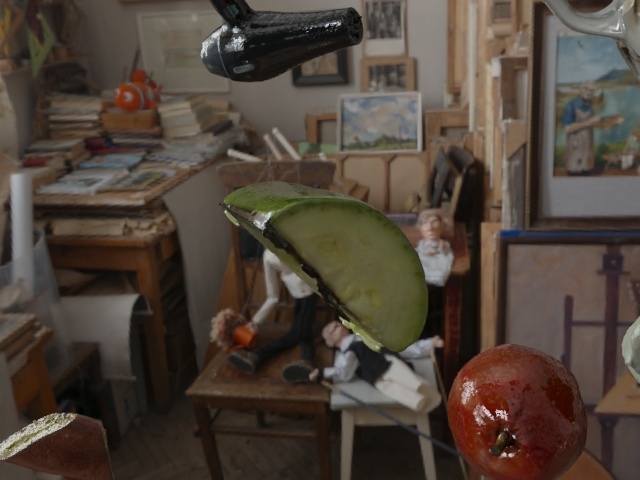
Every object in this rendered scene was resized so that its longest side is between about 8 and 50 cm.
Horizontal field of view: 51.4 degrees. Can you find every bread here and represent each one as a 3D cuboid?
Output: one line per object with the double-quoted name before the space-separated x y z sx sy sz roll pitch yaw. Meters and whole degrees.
"bread" -0.392 0.320 1.047 0.192 0.119 0.067 30 11 -29

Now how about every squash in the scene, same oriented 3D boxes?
"squash" 0.000 0.000 0.655 0.093 0.169 0.252 -46 17 -6

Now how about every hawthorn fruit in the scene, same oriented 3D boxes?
"hawthorn fruit" 0.252 0.240 0.882 0.196 0.197 0.225 5 6 23

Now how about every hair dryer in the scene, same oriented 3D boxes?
"hair dryer" -0.092 -0.312 0.802 0.235 0.272 0.091 -2 53 32

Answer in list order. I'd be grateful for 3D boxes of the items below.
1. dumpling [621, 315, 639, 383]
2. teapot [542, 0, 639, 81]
"dumpling" 0.485 0.122 0.841 0.258 0.193 0.147 28 16 -35
"teapot" 0.331 -0.167 0.604 0.139 0.298 0.204 -37 3 24
